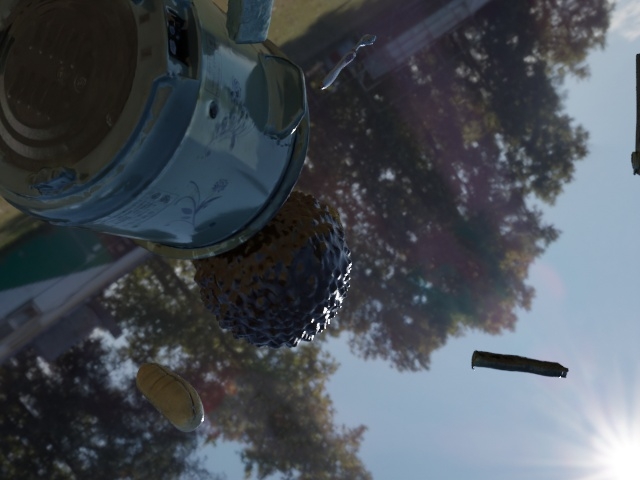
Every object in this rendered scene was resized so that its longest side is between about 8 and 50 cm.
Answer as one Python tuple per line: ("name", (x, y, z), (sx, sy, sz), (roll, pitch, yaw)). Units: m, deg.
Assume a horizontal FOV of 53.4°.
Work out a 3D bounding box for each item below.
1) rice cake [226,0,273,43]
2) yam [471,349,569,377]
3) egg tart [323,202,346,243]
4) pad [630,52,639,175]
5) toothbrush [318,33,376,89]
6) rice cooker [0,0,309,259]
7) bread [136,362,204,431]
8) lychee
("rice cake", (-0.045, -0.227, 0.473), (0.033, 0.029, 0.171), (-16, 141, -33))
("yam", (0.279, 0.176, 0.896), (0.129, 0.033, 0.027), (9, -147, 5))
("egg tart", (0.000, 0.000, 1.063), (0.049, 0.129, 0.129), (-5, 179, -22))
("pad", (0.385, -0.138, 0.725), (0.009, 0.160, 0.265), (-3, -168, 15))
("toothbrush", (0.038, -0.256, 0.906), (0.019, 0.013, 0.193), (8, -141, 25))
("rice cooker", (-0.161, -0.122, 0.626), (0.316, 0.264, 0.317), (-9, 168, -2))
("bread", (-0.274, 0.271, 1.150), (0.073, 0.053, 0.214), (-27, -149, -30))
("lychee", (-0.057, 0.026, 0.781), (0.200, 0.238, 0.200), (-8, -153, 4))
